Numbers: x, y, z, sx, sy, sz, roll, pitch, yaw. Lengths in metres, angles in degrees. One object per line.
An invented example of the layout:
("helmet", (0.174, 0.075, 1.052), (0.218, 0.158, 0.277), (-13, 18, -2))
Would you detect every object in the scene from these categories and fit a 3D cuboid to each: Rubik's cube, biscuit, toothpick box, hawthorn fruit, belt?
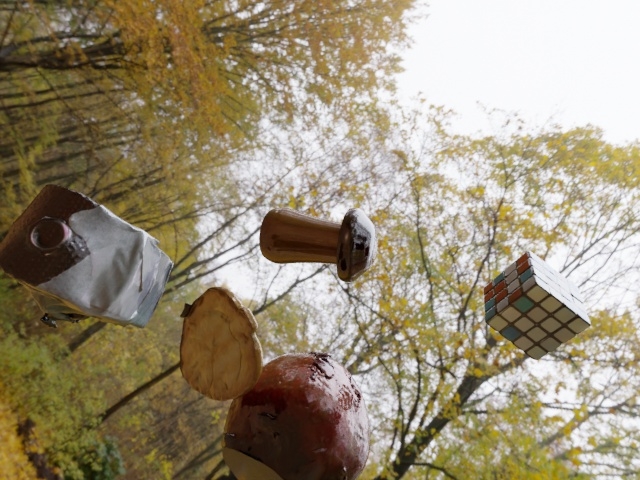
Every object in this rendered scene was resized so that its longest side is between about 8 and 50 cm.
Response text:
("Rubik's cube", (0.491, 0.149, 0.996), (0.154, 0.151, 0.155), (36, -58, -2))
("biscuit", (-0.195, 0.201, 0.805), (0.260, 0.041, 0.203), (-43, -107, 35))
("toothpick box", (0.000, 0.000, 1.123), (0.294, 0.192, 0.192), (9, -55, 15))
("hawthorn fruit", (-0.049, 0.375, 0.869), (0.316, 0.316, 0.316), (31, -44, 36))
("belt", (-0.322, 0.047, 0.599), (0.184, 0.164, 0.289), (24, -20, -3))
